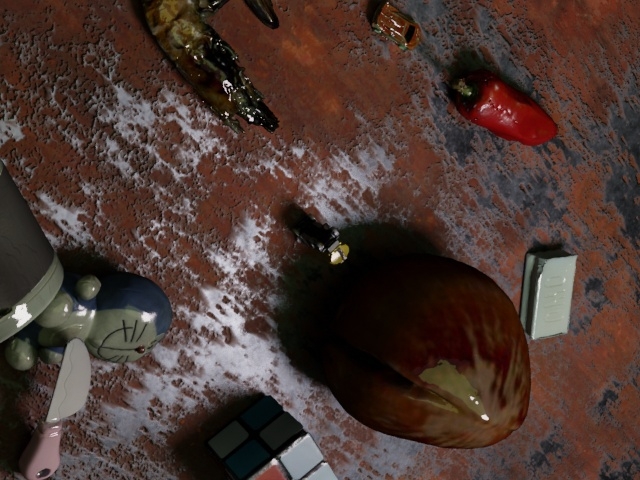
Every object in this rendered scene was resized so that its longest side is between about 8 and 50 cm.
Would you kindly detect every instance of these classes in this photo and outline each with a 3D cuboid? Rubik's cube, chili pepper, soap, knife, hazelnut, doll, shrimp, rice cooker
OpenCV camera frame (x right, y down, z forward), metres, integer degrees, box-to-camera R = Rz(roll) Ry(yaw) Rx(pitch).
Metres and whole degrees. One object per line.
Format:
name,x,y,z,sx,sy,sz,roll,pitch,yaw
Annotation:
Rubik's cube,-0.092,0.440,1.863,0.167,0.183,0.180,-38,123,-16
chili pepper,0.380,-0.271,1.966,0.387,0.110,0.110,18,96,-40
soap,0.526,0.124,2.204,0.114,0.063,0.199,-8,110,-27
knife,-0.436,0.288,1.611,0.081,0.043,0.336,-3,133,-42
hazelnut,0.222,0.214,1.884,0.429,0.402,0.402,29,90,-29
doll,-0.381,0.134,1.608,0.258,0.154,0.228,15,131,-27
shrimp,-0.153,-0.355,1.638,0.233,0.071,0.365,-48,119,-15
rice cooker,-0.544,0.024,1.403,0.288,0.288,0.277,-34,122,-18

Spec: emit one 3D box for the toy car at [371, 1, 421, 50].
toy car,0.149,-0.406,1.818,0.122,0.035,0.059,25,88,-33

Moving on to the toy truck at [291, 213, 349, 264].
toy truck,0.000,0.000,1.810,0.052,0.123,0.063,-43,129,-12
